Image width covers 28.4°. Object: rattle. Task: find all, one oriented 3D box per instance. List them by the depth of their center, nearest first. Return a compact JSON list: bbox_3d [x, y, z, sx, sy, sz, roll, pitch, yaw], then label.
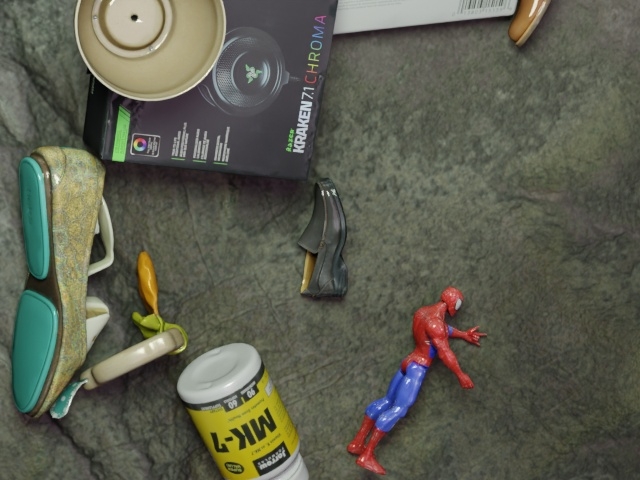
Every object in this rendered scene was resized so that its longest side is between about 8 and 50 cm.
[{"bbox_3d":[-0.283,0.128,1.621,0.200,0.130,0.142,-24,105,13],"label":"rattle"}]

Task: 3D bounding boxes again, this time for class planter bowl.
[{"bbox_3d":[-0.196,-0.239,1.380,0.162,0.109,0.162,-5,106,-20],"label":"planter bowl"}]

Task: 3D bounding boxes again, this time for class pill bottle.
[{"bbox_3d":[-0.099,0.253,1.702,0.119,0.119,0.208,-29,114,-11],"label":"pill bottle"}]

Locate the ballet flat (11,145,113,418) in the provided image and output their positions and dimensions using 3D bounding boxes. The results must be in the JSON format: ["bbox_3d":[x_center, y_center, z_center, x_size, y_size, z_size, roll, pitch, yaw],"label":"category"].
[{"bbox_3d":[-0.314,0.054,1.569,0.123,0.123,0.348,-1,106,-21],"label":"ballet flat"}]

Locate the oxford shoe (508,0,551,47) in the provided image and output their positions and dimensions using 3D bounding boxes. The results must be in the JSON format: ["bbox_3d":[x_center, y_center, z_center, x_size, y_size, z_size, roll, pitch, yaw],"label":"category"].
[{"bbox_3d":[0.289,-0.366,1.707,0.076,0.076,0.212,20,92,-5],"label":"oxford shoe"}]

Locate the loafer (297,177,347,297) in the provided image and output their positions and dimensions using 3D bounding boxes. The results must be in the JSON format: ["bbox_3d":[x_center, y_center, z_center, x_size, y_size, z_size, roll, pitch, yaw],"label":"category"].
[{"bbox_3d":[0.000,0.000,1.700,0.061,0.062,0.170,-8,107,-14],"label":"loafer"}]

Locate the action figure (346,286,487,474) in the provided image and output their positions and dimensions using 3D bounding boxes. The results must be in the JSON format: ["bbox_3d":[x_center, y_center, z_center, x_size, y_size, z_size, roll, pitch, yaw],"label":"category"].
[{"bbox_3d":[0.159,0.204,1.806,0.139,0.091,0.280,21,98,-19],"label":"action figure"}]

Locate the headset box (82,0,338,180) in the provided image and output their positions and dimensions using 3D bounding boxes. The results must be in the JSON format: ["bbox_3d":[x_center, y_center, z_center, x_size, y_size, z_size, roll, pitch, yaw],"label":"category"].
[{"bbox_3d":[-0.146,-0.216,1.539,0.283,0.131,0.246,6,103,-22],"label":"headset box"}]

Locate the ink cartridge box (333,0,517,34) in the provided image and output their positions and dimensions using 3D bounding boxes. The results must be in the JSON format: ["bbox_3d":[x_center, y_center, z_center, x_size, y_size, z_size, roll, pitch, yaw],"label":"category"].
[{"bbox_3d":[0.135,-0.383,1.586,0.275,0.060,0.238,-9,133,-19],"label":"ink cartridge box"}]
